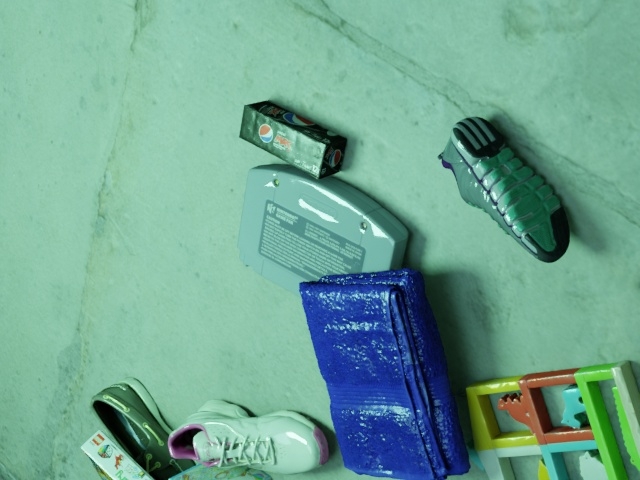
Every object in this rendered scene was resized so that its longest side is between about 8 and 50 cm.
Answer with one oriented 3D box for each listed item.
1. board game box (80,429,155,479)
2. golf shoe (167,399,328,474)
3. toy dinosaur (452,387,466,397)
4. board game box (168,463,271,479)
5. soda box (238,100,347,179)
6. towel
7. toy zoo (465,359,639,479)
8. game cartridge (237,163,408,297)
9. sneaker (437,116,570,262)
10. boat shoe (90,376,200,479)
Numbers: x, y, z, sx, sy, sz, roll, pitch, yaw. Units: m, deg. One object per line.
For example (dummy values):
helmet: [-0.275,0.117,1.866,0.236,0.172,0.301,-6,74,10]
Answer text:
board game box: [-0.330,0.478,1.978,0.193,0.053,0.305,38,157,22]
golf shoe: [-0.127,0.350,1.810,0.306,0.140,0.115,-1,102,39]
toy dinosaur: [0.169,0.230,1.584,0.090,0.047,0.082,-7,81,52]
board game box: [-0.175,0.422,1.862,0.103,0.154,0.026,27,117,32]
soda box: [-0.044,-0.155,1.626,0.169,0.053,0.060,29,121,30]
towel: [0.082,0.199,1.555,0.228,0.076,0.308,-8,100,41]
toy zoo: [0.316,0.276,1.477,0.293,0.030,0.192,-15,94,42]
game cartridge: [0.000,0.000,1.643,0.294,0.060,0.196,28,124,31]
sneaker: [0.241,-0.056,1.417,0.223,0.083,0.098,58,153,16]
boat shoe: [-0.318,0.396,2.019,0.305,0.091,0.109,49,130,18]
